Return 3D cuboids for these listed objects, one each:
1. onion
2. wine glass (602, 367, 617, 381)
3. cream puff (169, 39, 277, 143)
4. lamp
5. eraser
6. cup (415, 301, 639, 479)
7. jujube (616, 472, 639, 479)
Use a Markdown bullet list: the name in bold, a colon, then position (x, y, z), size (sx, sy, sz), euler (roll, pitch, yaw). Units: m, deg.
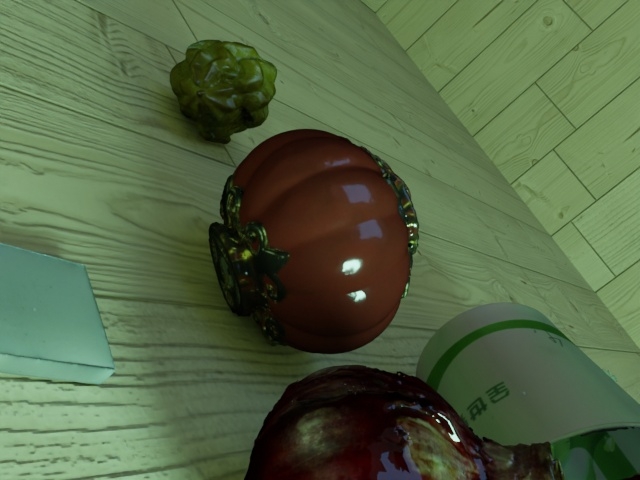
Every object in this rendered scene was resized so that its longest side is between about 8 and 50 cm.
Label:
- **onion**: position (0.065, 0.198, 0.532), size (0.252, 0.219, 0.252), euler (47, 22, -27)
- **wine glass**: position (0.317, 0.208, 1.126), size (0.321, 0.143, 0.143), euler (27, 29, -43)
- **cream puff**: position (-0.124, -0.183, 0.981), size (0.146, 0.146, 0.116), euler (32, 46, -37)
- **lamp**: position (0.000, 0.000, 0.760), size (0.227, 0.227, 0.227), euler (40, 22, -20)
- **eraser**: position (-0.217, 0.045, 0.521), size (0.150, 0.023, 0.103), euler (22, 33, -49)
- **cup**: position (0.225, 0.214, 0.818), size (0.253, 0.253, 0.274), euler (37, 14, -26)
- **jujube**: position (0.244, 0.343, 0.540), size (0.258, 0.258, 0.376), euler (42, 40, -15)
